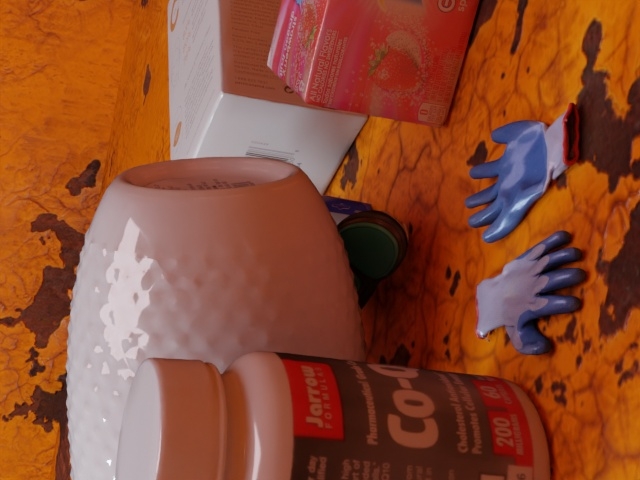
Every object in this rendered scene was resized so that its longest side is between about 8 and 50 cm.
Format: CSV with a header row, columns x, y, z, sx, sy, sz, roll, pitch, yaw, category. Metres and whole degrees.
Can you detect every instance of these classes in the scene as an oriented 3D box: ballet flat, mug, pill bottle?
x,y,z,sx,sy,sz,roll,pitch,yaw,category
0.043,0.010,1.217,0.203,0.074,0.074,121,151,-59,ballet flat
-0.095,0.087,1.195,0.374,0.276,0.327,-95,3,-76,mug
0.006,0.165,0.916,0.161,0.283,0.161,-172,90,-71,pill bottle

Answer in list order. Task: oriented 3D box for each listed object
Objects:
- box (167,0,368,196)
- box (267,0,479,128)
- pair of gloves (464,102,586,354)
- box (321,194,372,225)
x,y,z,sx,sy,sz,roll,pitch,yaw,category
-0.075,-0.217,1.500,0.215,0.168,0.345,120,151,-48,box
0.065,-0.270,1.153,0.154,0.142,0.299,-127,48,-63,box
0.153,-0.005,0.969,0.159,0.023,0.198,143,133,-64,pair of gloves
0.000,0.000,1.321,0.028,0.081,0.136,-101,27,-47,box
